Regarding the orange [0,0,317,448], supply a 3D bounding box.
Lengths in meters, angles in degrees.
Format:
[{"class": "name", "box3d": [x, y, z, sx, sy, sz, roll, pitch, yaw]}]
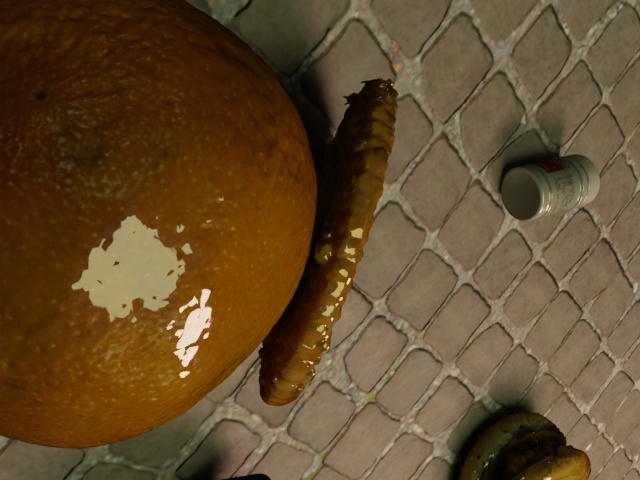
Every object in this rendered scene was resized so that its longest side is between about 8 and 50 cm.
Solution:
[{"class": "orange", "box3d": [-0.126, -0.010, 0.468, 0.264, 0.264, 0.264, -18, 124, -30]}]

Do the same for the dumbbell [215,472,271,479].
[{"class": "dumbbell", "box3d": [-0.045, 0.369, 0.802, 0.160, 0.144, 0.325, -15, 131, 11]}]

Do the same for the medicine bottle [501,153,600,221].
[{"class": "medicine bottle", "box3d": [0.240, -0.056, 0.858, 0.091, 0.058, 0.058, -14, 122, -32]}]

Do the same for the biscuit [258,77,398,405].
[{"class": "biscuit", "box3d": [0.000, 0.000, 0.600, 0.035, 0.254, 0.254, 18, 104, -6]}]

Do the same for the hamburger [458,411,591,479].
[{"class": "hamburger", "box3d": [0.252, 0.313, 1.045, 0.177, 0.113, 0.185, -47, 141, -15]}]
